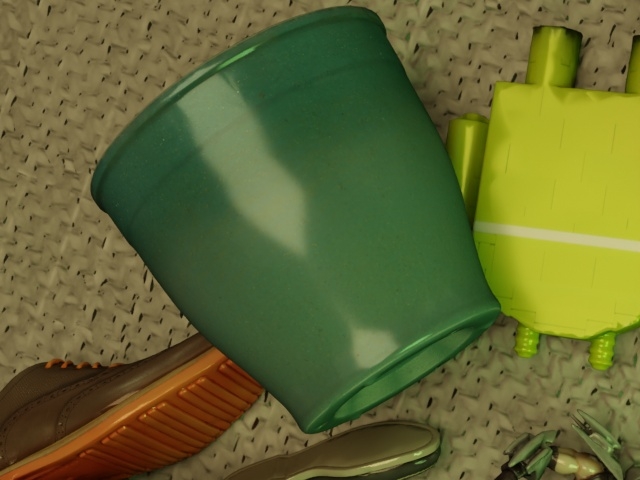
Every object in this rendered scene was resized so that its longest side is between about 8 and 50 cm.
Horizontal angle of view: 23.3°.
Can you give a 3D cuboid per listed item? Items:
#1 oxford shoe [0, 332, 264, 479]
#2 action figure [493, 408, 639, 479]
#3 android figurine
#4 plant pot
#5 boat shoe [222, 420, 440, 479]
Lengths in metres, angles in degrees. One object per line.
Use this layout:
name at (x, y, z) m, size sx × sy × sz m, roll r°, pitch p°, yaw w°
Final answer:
oxford shoe at (-0.201, 0.144, 1.359) m, size 0.364 × 0.130 × 0.132 m, roll -29°, pitch 59°, yaw 7°
action figure at (0.173, 0.253, 1.223) m, size 0.285 × 0.099 × 0.185 m, roll -35°, pitch 81°, yaw 16°
android figurine at (0.214, -0.034, 1.256) m, size 0.248 × 0.056 × 0.272 m, roll 6°, pitch 87°, yaw 20°
plant pot at (0.000, 0.000, 1.218) m, size 0.272 × 0.272 × 0.255 m, roll -36°, pitch 76°, yaw 14°
boat shoe at (0.013, 0.208, 1.314) m, size 0.206 × 0.075 × 0.065 m, roll -18°, pitch 107°, yaw 17°
